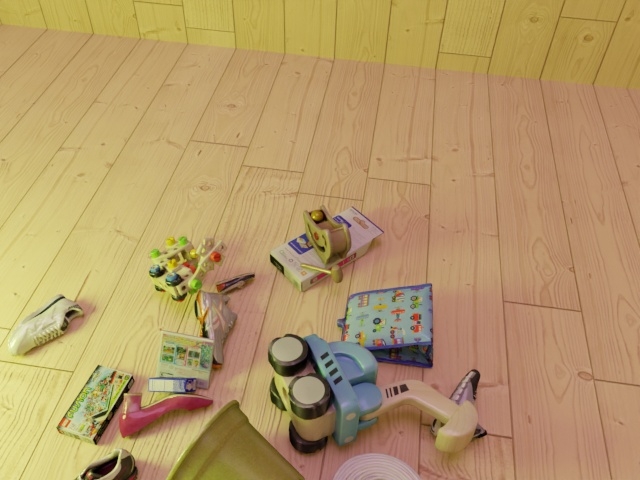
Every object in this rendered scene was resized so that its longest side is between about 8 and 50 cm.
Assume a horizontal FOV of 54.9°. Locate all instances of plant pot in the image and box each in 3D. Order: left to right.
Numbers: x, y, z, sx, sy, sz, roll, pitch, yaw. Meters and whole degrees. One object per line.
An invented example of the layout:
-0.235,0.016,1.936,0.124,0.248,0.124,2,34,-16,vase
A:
-0.188,0.569,1.468,0.254,0.276,0.276,34,53,12,plant pot

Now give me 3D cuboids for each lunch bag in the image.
0.193,0.254,1.868,0.294,0.138,0.220,0,48,10,lunch bag

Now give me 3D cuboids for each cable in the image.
0.141,0.642,1.500,0.257,0.089,0.257,-23,51,-23,cable

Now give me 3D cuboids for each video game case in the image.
-0.385,0.339,1.756,0.157,0.143,0.019,9,6,7,video game case

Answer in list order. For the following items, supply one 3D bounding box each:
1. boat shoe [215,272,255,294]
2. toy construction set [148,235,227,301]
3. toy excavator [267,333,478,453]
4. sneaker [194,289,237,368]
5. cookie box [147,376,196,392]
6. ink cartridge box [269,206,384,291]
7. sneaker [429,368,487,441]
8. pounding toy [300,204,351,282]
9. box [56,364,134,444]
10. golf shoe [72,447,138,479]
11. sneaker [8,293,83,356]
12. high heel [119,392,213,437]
-0.274,0.138,2.009,0.137,0.049,0.043,-18,91,-22,boat shoe
-0.420,0.078,1.939,0.215,0.151,0.328,-35,21,-32,toy construction set
0.127,0.403,1.623,0.446,0.222,0.433,-16,44,-18,toy excavator
-0.302,0.260,1.857,0.121,0.099,0.262,2,52,-25,sneaker
-0.410,0.399,1.704,0.107,0.092,0.040,0,79,7,cookie box
0.025,0.022,2.117,0.371,0.069,0.176,-31,54,-25,ink cartridge box
0.410,0.472,1.691,0.132,0.086,0.228,33,63,20,sneaker
0.000,0.000,1.989,0.155,0.154,0.269,-17,49,-18,pounding toy
-0.615,0.449,1.697,0.114,0.036,0.207,13,47,11,box
-0.579,0.603,1.493,0.105,0.120,0.273,36,56,26,golf shoe
-0.823,0.261,1.843,0.095,0.090,0.235,29,52,12,sneaker
-0.417,0.474,1.673,0.244,0.082,0.117,5,78,-18,high heel
